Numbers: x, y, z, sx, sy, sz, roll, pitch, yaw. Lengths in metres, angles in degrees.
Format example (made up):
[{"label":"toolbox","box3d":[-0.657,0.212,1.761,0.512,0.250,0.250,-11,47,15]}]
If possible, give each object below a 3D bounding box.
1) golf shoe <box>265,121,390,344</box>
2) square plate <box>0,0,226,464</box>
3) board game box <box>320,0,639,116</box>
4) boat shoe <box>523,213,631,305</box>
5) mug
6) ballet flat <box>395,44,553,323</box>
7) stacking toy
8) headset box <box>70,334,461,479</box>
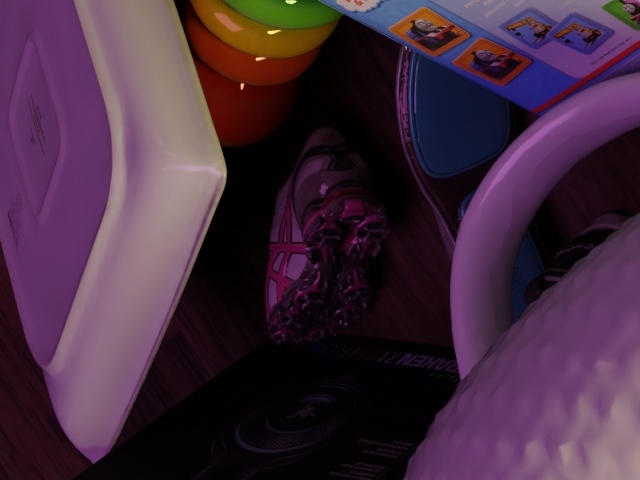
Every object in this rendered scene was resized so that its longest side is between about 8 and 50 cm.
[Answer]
[{"label":"golf shoe","box3d":[0.000,0.000,1.261,0.186,0.067,0.086,111,148,-52]},{"label":"square plate","box3d":[-0.169,-0.074,1.265,0.344,0.049,0.347,117,141,-49]},{"label":"board game box","box3d":[0.108,-0.134,0.963,0.211,0.039,0.160,24,148,-22]},{"label":"boat shoe","box3d":[0.213,0.092,1.078,0.233,0.079,0.084,47,141,9]},{"label":"mug","box3d":[0.180,0.089,0.923,0.328,0.276,0.374,-40,54,35]},{"label":"ballet flat","box3d":[0.085,-0.042,1.129,0.068,0.072,0.213,-141,32,-71]},{"label":"stacking toy","box3d":[-0.028,-0.168,1.113,0.141,0.141,0.330,47,146,11]},{"label":"headset box","box3d":[-0.022,0.189,1.231,0.246,0.283,0.131,5,120,46]}]
